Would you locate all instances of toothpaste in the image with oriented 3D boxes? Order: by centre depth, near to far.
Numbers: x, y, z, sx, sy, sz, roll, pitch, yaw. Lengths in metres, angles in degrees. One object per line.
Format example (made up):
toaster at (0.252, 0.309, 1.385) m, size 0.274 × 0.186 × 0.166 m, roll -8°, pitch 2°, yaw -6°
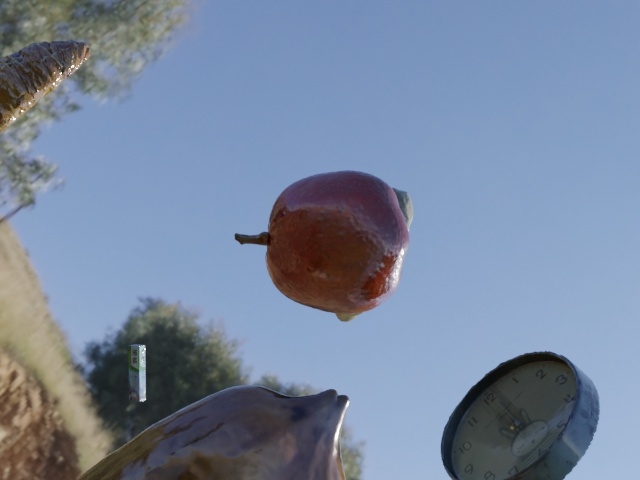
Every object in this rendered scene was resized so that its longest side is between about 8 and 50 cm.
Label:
toothpaste at (-0.273, 0.197, 1.318) m, size 0.020 × 0.017 × 0.083 m, roll 1°, pitch -87°, yaw 25°

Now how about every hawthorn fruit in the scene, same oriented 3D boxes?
hawthorn fruit at (0.000, 0.000, 1.148) m, size 0.225 × 0.197 × 0.196 m, roll 1°, pitch -25°, yaw -19°

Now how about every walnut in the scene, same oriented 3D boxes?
walnut at (-0.103, 0.246, 0.769) m, size 0.209 × 0.336 × 0.209 m, roll 49°, pitch 2°, yaw -3°

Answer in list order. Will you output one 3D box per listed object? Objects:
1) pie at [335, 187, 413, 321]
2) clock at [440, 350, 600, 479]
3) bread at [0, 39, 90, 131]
pie at (0.075, 0.027, 1.324) m, size 0.052 × 0.185 × 0.218 m, roll 28°, pitch -69°, yaw -9°
clock at (0.243, 0.230, 1.103) m, size 0.042 × 0.215 × 0.215 m, roll 45°, pitch -31°, yaw -19°
bread at (-0.426, -0.214, 1.227) m, size 0.076 × 0.233 × 0.105 m, roll 54°, pitch -12°, yaw -24°
